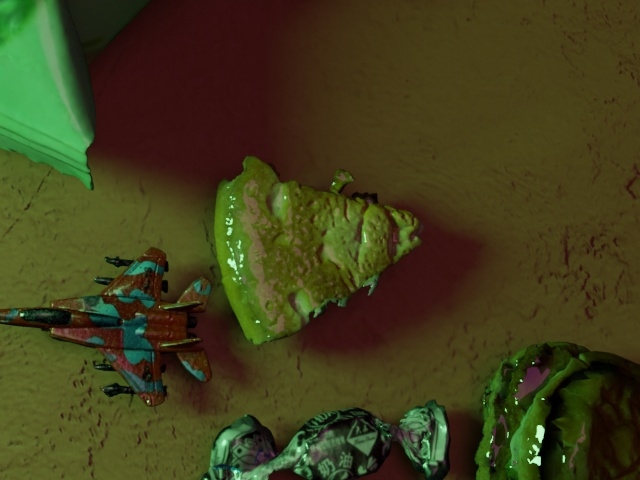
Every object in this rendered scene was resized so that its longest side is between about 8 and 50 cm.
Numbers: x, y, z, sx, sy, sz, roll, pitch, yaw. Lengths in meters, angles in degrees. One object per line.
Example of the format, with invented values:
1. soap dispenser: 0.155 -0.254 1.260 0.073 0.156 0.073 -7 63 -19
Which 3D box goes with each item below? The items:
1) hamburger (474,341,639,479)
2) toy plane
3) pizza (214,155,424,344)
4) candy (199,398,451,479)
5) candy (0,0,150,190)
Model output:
1. hamburger: 0.239 0.186 1.187 0.206 0.130 0.183 25 72 -16
2. toy plane: -0.176 0.066 1.091 0.189 0.061 0.130 3 77 -16
3. pizza: 0.000 0.002 1.171 0.194 0.069 0.154 -9 80 -29
4. candy: 0.007 0.179 1.142 0.226 0.051 0.094 -9 91 -21
5. candy: -0.211 -0.256 1.103 0.263 0.172 0.398 27 64 1
